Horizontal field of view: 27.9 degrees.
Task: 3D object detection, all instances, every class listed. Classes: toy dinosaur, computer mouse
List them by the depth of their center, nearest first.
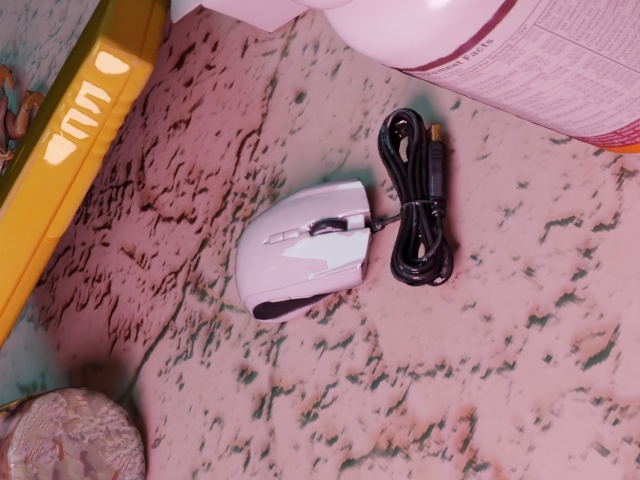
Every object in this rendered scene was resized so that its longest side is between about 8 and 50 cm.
[{"bbox_3d":[0.000,0.000,0.737,0.193,0.042,0.106,-27,57,46],"label":"computer mouse"},{"bbox_3d":[-0.298,-0.118,1.178,0.112,0.064,0.211,-39,48,42],"label":"toy dinosaur"}]

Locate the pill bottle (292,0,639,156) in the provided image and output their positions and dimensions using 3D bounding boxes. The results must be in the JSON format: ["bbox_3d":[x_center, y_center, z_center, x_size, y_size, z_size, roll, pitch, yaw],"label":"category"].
[{"bbox_3d":[0.075,-0.117,0.522,0.121,0.221,0.121,-25,57,48],"label":"pill bottle"}]

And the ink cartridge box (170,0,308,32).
[{"bbox_3d":[-0.023,-0.207,0.831,0.181,0.062,0.104,-21,60,48],"label":"ink cartridge box"}]

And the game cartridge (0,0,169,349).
[{"bbox_3d":[-0.200,-0.048,0.943,0.323,0.053,0.285,-55,17,21],"label":"game cartridge"}]

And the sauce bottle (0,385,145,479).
[{"bbox_3d":[-0.257,0.189,0.966,0.344,0.111,0.111,-23,59,50],"label":"sauce bottle"}]
